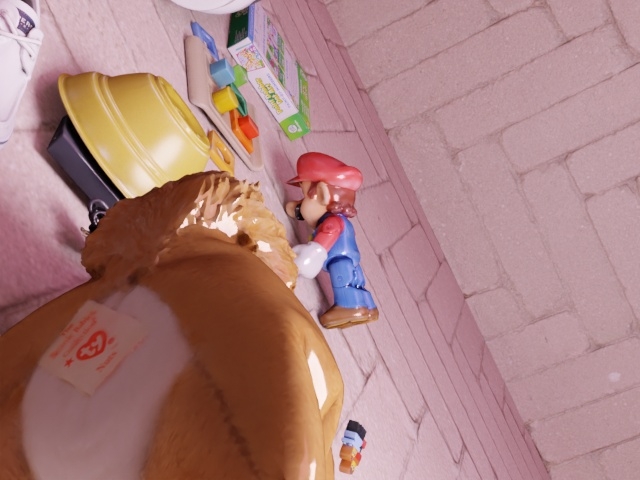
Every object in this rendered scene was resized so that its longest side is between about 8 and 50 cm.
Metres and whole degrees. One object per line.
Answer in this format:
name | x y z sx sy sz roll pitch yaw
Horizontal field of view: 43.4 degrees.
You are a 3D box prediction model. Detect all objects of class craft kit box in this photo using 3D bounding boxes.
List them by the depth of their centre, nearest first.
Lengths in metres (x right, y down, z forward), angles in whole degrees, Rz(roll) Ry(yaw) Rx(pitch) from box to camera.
craft kit box | -0.104 -0.373 1.700 0.246 0.061 0.250 51 21 -33

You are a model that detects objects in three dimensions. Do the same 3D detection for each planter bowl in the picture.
planter bowl | -0.188 -0.121 0.908 0.217 0.090 0.217 56 6 -9

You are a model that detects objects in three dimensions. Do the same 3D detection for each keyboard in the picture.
keyboard | -0.181 0.003 0.882 0.317 0.033 0.201 53 13 -28

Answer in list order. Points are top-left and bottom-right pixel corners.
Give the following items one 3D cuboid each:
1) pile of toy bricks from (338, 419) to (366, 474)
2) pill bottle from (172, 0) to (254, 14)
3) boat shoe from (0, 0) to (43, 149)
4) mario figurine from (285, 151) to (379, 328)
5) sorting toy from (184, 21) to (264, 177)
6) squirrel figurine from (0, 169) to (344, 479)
pile of toy bricks | -0.026 0.248 0.969 0.105 0.118 0.212 -66 148 -26
pill bottle | -0.170 -0.509 1.423 0.204 0.204 0.361 60 17 -16
boat shoe | -0.303 -0.192 0.744 0.095 0.084 0.258 41 28 -54
mario figurine | 0.000 0.000 1.428 0.198 0.170 0.320 137 -56 -69
sorting toy | -0.150 -0.234 1.356 0.196 0.047 0.347 47 24 -46
squirrel figurine | -0.068 0.164 0.639 0.397 0.281 0.370 -91 159 -46
